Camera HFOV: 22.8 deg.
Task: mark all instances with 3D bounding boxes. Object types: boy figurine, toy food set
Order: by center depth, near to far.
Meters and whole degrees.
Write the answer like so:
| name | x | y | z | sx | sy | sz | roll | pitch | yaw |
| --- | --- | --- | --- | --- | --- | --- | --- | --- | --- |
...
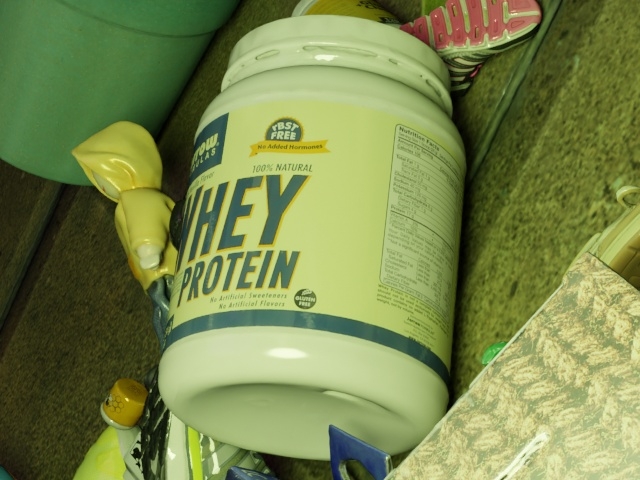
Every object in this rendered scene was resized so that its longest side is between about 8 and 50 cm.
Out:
| name | x | y | z | sx | sy | sz | roll | pitch | yaw |
| --- | --- | --- | --- | --- | --- | --- | --- | --- | --- |
| toy food set | -0.135 | 0.245 | 1.527 | 0.232 | 0.111 | 0.104 | 45 | 115 | 27 |
| boy figurine | -0.181 | 0.012 | 1.656 | 0.177 | 0.092 | 0.285 | 128 | 123 | -83 |

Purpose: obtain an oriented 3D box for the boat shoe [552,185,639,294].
| name | x | y | z | sx | sy | sz | roll | pitch | yaw |
| --- | --- | --- | --- | --- | --- | --- | --- | --- | --- |
| boat shoe | 0.207 | 0.033 | 1.083 | 0.285 | 0.105 | 0.089 | -55 | 26 | 30 |

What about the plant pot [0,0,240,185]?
| name | x | y | z | sx | sy | sz | roll | pitch | yaw |
| --- | --- | --- | --- | --- | --- | --- | --- | --- | --- |
| plant pot | -0.283 | -0.271 | 1.962 | 0.334 | 0.341 | 0.341 | -61 | 28 | 30 |

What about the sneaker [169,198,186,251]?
| name | x | y | z | sx | sy | sz | roll | pitch | yaw |
| --- | --- | --- | --- | --- | --- | --- | --- | --- | --- |
| sneaker | -0.088 | 0.021 | 1.563 | 0.146 | 0.102 | 0.293 | 5 | 65 | 26 |

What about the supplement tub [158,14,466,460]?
| name | x | y | z | sx | sy | sz | roll | pitch | yaw |
| --- | --- | --- | --- | --- | --- | --- | --- | --- | --- |
| supplement tub | 0.000 | 0.000 | 1.334 | 0.235 | 0.235 | 0.324 | -29 | 48 | 51 |

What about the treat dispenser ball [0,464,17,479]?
| name | x | y | z | sx | sy | sz | roll | pitch | yaw |
| --- | --- | --- | --- | --- | --- | --- | --- | --- | --- |
| treat dispenser ball | -0.468 | 0.376 | 1.862 | 0.288 | 0.288 | 0.288 | -40 | 39 | 43 |

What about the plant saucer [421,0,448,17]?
| name | x | y | z | sx | sy | sz | roll | pitch | yaw |
| --- | --- | --- | --- | --- | --- | --- | --- | --- | --- |
| plant saucer | 0.166 | -0.299 | 1.446 | 0.188 | 0.045 | 0.188 | -36 | 42 | 47 |

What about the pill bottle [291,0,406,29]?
| name | x | y | z | sx | sy | sz | roll | pitch | yaw |
| --- | --- | --- | --- | --- | --- | --- | --- | --- | --- |
| pill bottle | 0.033 | -0.185 | 1.544 | 0.103 | 0.103 | 0.184 | -62 | 29 | 13 |

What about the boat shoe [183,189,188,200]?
| name | x | y | z | sx | sy | sz | roll | pitch | yaw |
| --- | --- | --- | --- | --- | --- | --- | --- | --- | --- |
| boat shoe | -0.120 | -0.090 | 1.811 | 0.142 | 0.040 | 0.049 | -47 | 18 | 31 |

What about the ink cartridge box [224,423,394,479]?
| name | x | y | z | sx | sy | sz | roll | pitch | yaw |
| --- | --- | --- | --- | --- | --- | --- | --- | --- | --- |
| ink cartridge box | -0.008 | 0.347 | 1.213 | 0.270 | 0.151 | 0.395 | 18 | 86 | 62 |

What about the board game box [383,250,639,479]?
| name | x | y | z | sx | sy | sz | roll | pitch | yaw |
| --- | --- | --- | --- | --- | --- | --- | --- | --- | --- |
| board game box | 0.171 | 0.193 | 0.783 | 0.232 | 0.291 | 0.141 | -49 | 30 | 4 |

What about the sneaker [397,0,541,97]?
| name | x | y | z | sx | sy | sz | roll | pitch | yaw |
| --- | --- | --- | --- | --- | --- | --- | --- | --- | --- |
| sneaker | 0.126 | -0.170 | 1.416 | 0.170 | 0.075 | 0.063 | -20 | 56 | 27 |

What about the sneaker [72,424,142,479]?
| name | x | y | z | sx | sy | sz | roll | pitch | yaw |
| --- | --- | --- | --- | --- | --- | --- | --- | --- | --- |
| sneaker | -0.290 | 0.368 | 1.702 | 0.384 | 0.147 | 0.145 | -66 | 26 | 3 |

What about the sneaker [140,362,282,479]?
| name | x | y | z | sx | sy | sz | roll | pitch | yaw |
| --- | --- | --- | --- | --- | --- | --- | --- | --- | --- |
| sneaker | -0.090 | 0.205 | 1.404 | 0.111 | 0.121 | 0.299 | 142 | 132 | -62 |

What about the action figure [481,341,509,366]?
| name | x | y | z | sx | sy | sz | roll | pitch | yaw |
| --- | --- | --- | --- | --- | --- | --- | --- | --- | --- |
| action figure | 0.166 | 0.165 | 1.026 | 0.137 | 0.063 | 0.232 | -43 | 64 | 37 |
